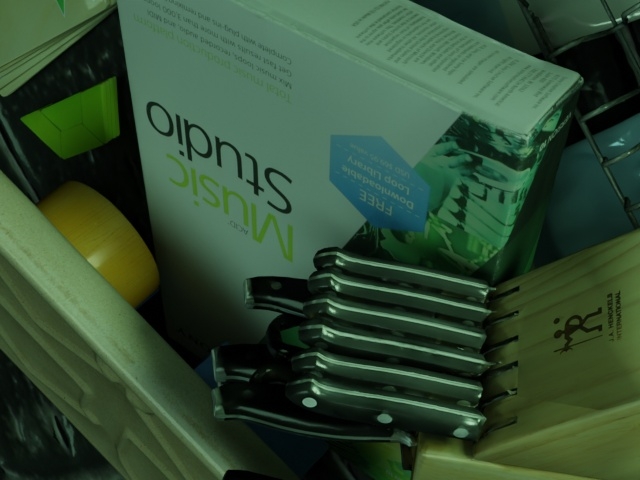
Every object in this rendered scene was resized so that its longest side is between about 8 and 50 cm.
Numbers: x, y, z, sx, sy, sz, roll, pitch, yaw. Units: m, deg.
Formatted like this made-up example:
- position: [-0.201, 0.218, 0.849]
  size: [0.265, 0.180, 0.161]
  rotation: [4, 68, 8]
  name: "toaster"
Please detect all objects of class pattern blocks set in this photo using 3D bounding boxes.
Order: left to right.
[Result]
- position: [-0.215, -0.193, 0.694]
  size: [0.324, 0.026, 0.285]
  rotation: [-7, 109, 33]
  name: "pattern blocks set"

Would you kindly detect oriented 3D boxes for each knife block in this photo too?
- position: [0.087, 0.103, 0.482]
  size: [0.242, 0.088, 0.275]
  rotation: [-27, 125, 37]
  name: "knife block"

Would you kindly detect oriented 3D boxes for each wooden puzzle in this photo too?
- position: [-0.120, 0.094, 0.694]
  size: [0.322, 0.080, 0.348]
  rotation: [45, 157, 4]
  name: "wooden puzzle"

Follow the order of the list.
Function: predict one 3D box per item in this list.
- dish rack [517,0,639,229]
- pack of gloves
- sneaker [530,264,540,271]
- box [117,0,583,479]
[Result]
- position: [0.195, -0.079, 0.441]
  size: [0.208, 0.074, 0.272]
  rotation: [-28, 88, 27]
  name: "dish rack"
- position: [0.095, -0.059, 0.544]
  size: [0.232, 0.046, 0.195]
  rotation: [-25, 89, 36]
  name: "pack of gloves"
- position: [0.168, 0.102, 0.585]
  size: [0.064, 0.086, 0.192]
  rotation: [-42, 58, 28]
  name: "sneaker"
- position: [0.000, 0.000, 0.569]
  size: [0.232, 0.058, 0.322]
  rotation: [30, 145, 24]
  name: "box"
